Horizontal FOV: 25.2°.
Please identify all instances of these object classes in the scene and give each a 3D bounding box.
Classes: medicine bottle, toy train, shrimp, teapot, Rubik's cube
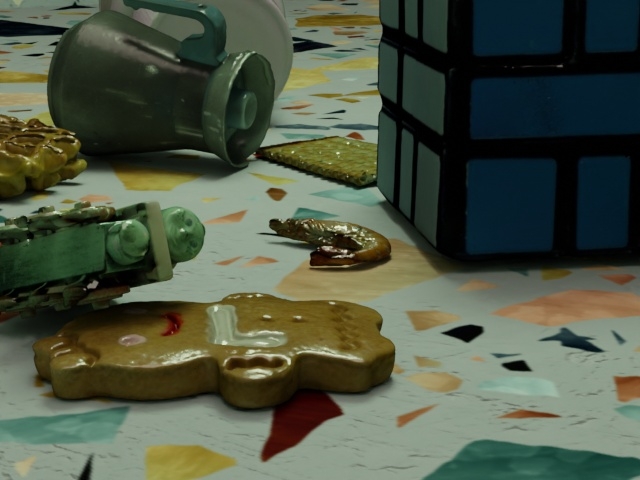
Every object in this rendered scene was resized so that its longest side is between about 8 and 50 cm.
[{"bbox_3d":[-0.165,-0.290,1.927,0.241,0.241,0.302,-4,25,-14],"label":"medicine bottle"},{"bbox_3d":[-0.168,0.010,1.067,0.125,0.081,0.194,-11,0,-42],"label":"toy train"},{"bbox_3d":[0.000,0.000,1.284,0.127,0.025,0.091,12,21,29],"label":"shrimp"},{"bbox_3d":[-0.179,-0.180,1.628,0.225,0.203,0.171,12,36,18],"label":"teapot"},{"bbox_3d":[0.215,-0.148,1.344,0.288,0.283,0.293,-3,12,-7],"label":"Rubik's cube"}]

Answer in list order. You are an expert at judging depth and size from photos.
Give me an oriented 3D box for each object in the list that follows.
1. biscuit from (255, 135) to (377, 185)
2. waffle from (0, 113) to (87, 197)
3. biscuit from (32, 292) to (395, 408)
[{"bbox_3d":[0.033,-0.095,1.643,0.144,0.016,0.203,-12,19,-36],"label":"biscuit"},{"bbox_3d":[-0.396,-0.088,1.525,0.293,0.069,0.259,-11,21,-44],"label":"waffle"},{"bbox_3d":[-0.074,0.071,1.007,0.249,0.035,0.184,-1,15,-3],"label":"biscuit"}]
